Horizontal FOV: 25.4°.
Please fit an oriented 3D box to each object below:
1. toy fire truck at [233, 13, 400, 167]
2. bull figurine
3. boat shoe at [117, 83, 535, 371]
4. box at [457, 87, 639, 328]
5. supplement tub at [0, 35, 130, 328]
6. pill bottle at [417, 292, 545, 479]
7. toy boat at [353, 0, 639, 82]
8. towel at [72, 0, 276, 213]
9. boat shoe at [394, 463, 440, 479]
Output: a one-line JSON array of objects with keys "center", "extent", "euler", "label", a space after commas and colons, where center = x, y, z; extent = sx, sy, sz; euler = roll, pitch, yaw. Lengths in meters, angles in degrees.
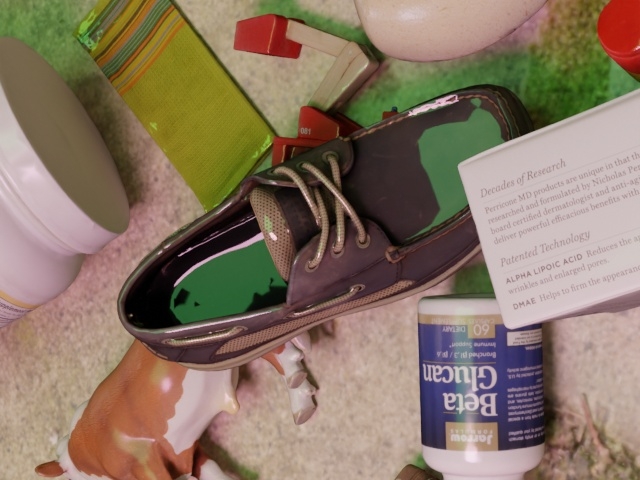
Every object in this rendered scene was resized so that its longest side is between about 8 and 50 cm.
[{"center": [0.013, -0.116, 1.174], "extent": [0.192, 0.047, 0.135], "euler": [8, 94, 33], "label": "toy fire truck"}, {"center": [-0.124, 0.150, 1.244], "extent": [0.188, 0.101, 0.310], "euler": [39, 112, 24], "label": "bull figurine"}, {"center": [0.000, 0.000, 1.066], "extent": [0.355, 0.130, 0.132], "euler": [-33, 75, 19], "label": "boat shoe"}, {"center": [0.222, -0.025, 0.954], "extent": [0.182, 0.181, 0.119], "euler": [-21, 79, 33], "label": "box"}, {"center": [-0.365, -0.013, 1.279], "extent": [0.331, 0.241, 0.241], "euler": [-30, 74, 10], "label": "supplement tub"}, {"center": [0.122, 0.126, 1.078], "extent": [0.094, 0.094, 0.169], "euler": [-2, 90, 34], "label": "pill bottle"}, {"center": [0.165, -0.206, 1.028], "extent": [0.267, 0.148, 0.318], "euler": [-52, 57, 18], "label": "toy boat"}, {"center": [-0.136, -0.141, 1.290], "extent": [0.102, 0.021, 0.237], "euler": [-49, 66, 26], "label": "towel"}, {"center": [0.042, 0.259, 1.160], "extent": [0.183, 0.066, 0.066], "euler": [-50, 60, 14], "label": "boat shoe"}]
